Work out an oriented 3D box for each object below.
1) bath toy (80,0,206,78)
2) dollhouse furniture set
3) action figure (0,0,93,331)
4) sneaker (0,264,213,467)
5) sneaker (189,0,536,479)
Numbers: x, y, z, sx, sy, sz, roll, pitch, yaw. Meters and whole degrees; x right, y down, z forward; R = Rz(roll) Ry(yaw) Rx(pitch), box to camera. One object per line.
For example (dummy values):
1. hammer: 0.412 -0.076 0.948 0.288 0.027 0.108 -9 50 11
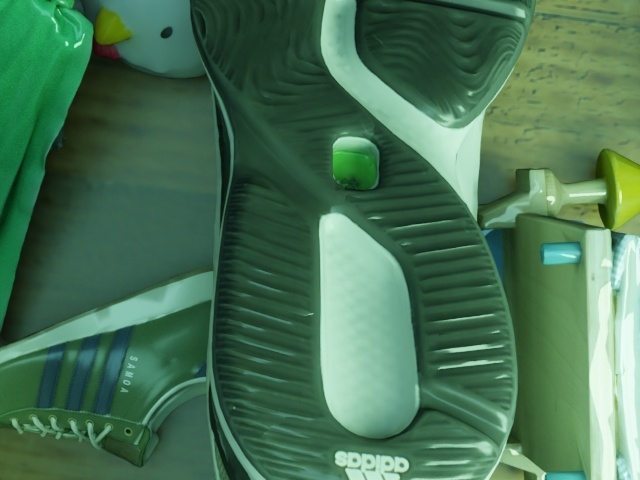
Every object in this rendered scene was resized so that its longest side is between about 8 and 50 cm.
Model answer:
1. bath toy: -0.179 -0.212 0.978 0.348 0.129 0.151 40 90 1
2. dollhouse furniture set: 0.195 0.105 0.891 0.198 0.286 0.303 -3 92 -7
3. action figure: -0.175 -0.067 0.958 0.137 0.063 0.232 33 122 -1
4. sneaker: -0.120 0.084 1.001 0.192 0.064 0.086 -22 84 -2
5. sneaker: -0.001 0.000 0.943 0.169 0.257 0.447 9 52 -5
